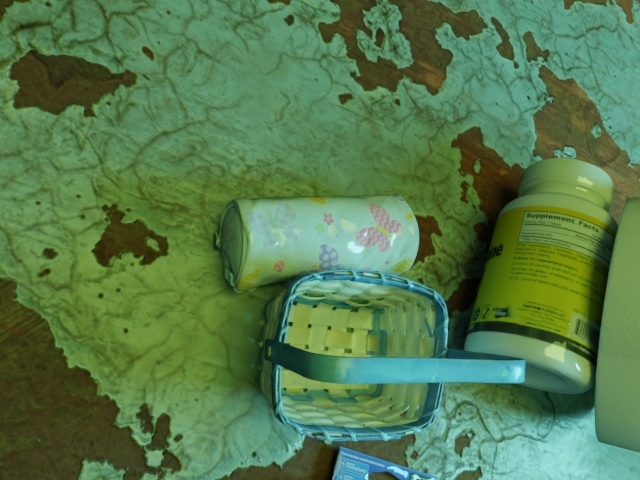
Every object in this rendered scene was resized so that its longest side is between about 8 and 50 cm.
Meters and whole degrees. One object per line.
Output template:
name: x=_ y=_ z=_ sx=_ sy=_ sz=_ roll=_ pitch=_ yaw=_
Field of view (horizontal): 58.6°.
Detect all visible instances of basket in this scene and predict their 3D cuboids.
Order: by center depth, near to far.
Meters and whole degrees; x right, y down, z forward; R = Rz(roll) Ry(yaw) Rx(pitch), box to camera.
basket: x=0.051 y=0.135 z=0.674 sx=0.254 sy=0.289 sz=0.201 roll=9 pitch=86 yaw=-26

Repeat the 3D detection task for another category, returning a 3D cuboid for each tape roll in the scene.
tape roll: x=0.500 y=0.126 z=0.887 sx=0.392 sy=0.071 sz=0.393 roll=-15 pitch=108 yaw=-54

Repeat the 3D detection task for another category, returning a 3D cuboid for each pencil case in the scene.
pencil case: x=0.000 y=0.000 z=0.780 sx=0.272 sy=0.113 sz=0.124 roll=-4 pitch=92 yaw=-25

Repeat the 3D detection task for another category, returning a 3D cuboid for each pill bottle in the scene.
pill bottle: x=0.352 y=0.049 z=0.887 sx=0.187 sy=0.188 sz=0.334 roll=27 pitch=69 yaw=-17

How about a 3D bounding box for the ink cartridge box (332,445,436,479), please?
ink cartridge box: x=0.083 y=0.437 z=0.716 sx=0.185 sy=0.065 sz=0.311 roll=25 pitch=55 yaw=-20
